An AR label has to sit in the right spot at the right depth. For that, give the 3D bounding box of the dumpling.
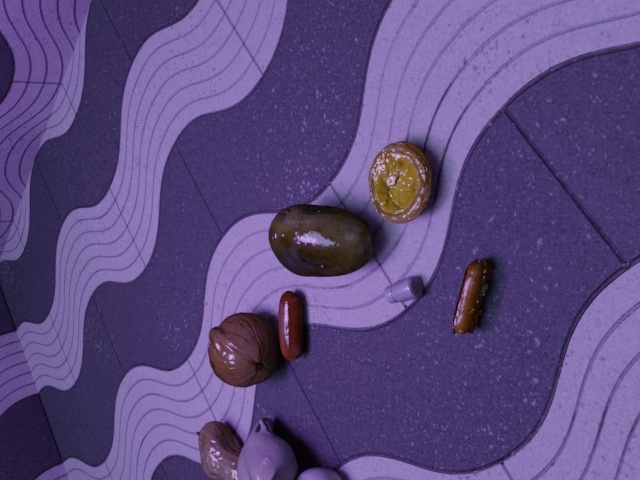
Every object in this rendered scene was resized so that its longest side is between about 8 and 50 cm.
[{"bbox_3d":[-0.149,0.699,1.894,0.341,0.181,0.260,38,135,54],"label":"dumpling"}]

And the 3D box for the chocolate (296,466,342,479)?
[{"bbox_3d":[0.001,0.707,1.819,0.221,0.221,0.147,-26,49,46],"label":"chocolate"}]

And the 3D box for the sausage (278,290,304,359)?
[{"bbox_3d":[-0.084,0.241,1.875,0.076,0.076,0.197,6,100,46],"label":"sausage"}]

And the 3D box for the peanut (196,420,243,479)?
[{"bbox_3d":[-0.298,0.721,2.133,0.291,0.143,0.159,34,120,35],"label":"peanut"}]

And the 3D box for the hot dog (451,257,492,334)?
[{"bbox_3d":[0.329,0.127,1.424,0.055,0.072,0.188,17,110,21],"label":"hot dog"}]

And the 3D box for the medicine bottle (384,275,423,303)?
[{"bbox_3d":[0.198,0.120,1.571,0.089,0.052,0.052,-26,78,46],"label":"medicine bottle"}]

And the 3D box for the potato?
[{"bbox_3d":[0.000,0.000,1.662,0.307,0.173,0.210,3,134,40],"label":"potato"}]

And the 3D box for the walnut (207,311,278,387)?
[{"bbox_3d":[-0.233,0.323,1.958,0.228,0.228,0.228,10,104,45],"label":"walnut"}]

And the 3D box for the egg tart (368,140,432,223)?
[{"bbox_3d":[0.194,-0.135,1.517,0.191,0.074,0.191,8,101,46],"label":"egg tart"}]
